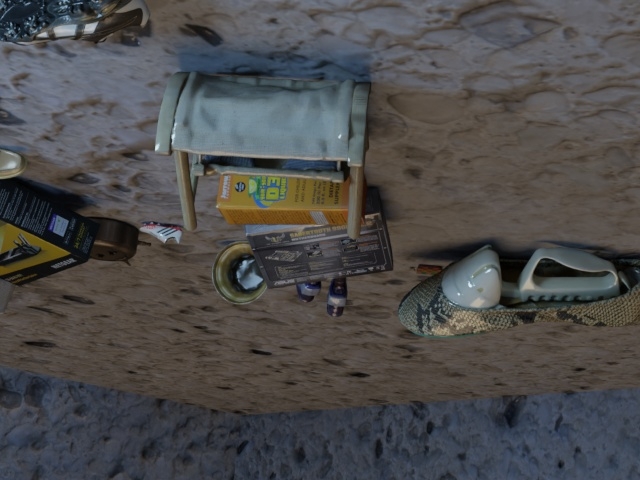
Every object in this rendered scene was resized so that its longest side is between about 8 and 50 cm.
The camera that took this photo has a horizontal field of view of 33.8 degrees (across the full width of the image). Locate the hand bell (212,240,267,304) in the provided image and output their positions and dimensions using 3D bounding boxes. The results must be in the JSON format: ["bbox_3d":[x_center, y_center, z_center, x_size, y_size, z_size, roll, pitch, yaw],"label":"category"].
[{"bbox_3d":[-0.118,0.076,2.189,0.126,0.126,0.242,-1,173,19],"label":"hand bell"}]

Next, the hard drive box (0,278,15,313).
[{"bbox_3d":[-0.749,0.067,2.080,0.181,0.089,0.232,34,-166,26],"label":"hard drive box"}]

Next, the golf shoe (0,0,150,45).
[{"bbox_3d":[-0.285,-0.249,1.198,0.198,0.077,0.094,-4,161,29],"label":"golf shoe"}]

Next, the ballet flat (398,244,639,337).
[{"bbox_3d":[0.388,0.080,1.993,0.483,0.164,0.182,-2,141,3],"label":"ballet flat"}]

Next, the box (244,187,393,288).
[{"bbox_3d":[0.000,0.000,1.806,0.231,0.056,0.183,-10,145,7],"label":"box"}]

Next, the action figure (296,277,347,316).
[{"bbox_3d":[0.021,0.032,1.986,0.185,0.099,0.285,13,147,-5],"label":"action figure"}]

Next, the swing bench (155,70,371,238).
[{"bbox_3d":[-0.064,-0.127,1.396,0.253,0.165,0.254,4,157,3],"label":"swing bench"}]

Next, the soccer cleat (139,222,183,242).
[{"bbox_3d":[-0.306,-0.013,2.022,0.083,0.035,0.029,5,163,-2],"label":"soccer cleat"}]

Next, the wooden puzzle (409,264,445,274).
[{"bbox_3d":[0.224,0.061,2.162,0.083,0.006,0.049,5,163,1],"label":"wooden puzzle"}]

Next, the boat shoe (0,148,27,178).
[{"bbox_3d":[-0.541,-0.129,1.692,0.135,0.050,0.045,3,168,5],"label":"boat shoe"}]

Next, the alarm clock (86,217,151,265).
[{"bbox_3d":[-0.437,-0.004,2.052,0.129,0.064,0.192,-10,154,40],"label":"alarm clock"}]

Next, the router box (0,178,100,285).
[{"bbox_3d":[-0.589,-0.018,1.947,0.243,0.081,0.309,29,152,-31],"label":"router box"}]

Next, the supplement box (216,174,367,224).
[{"bbox_3d":[-0.046,-0.072,1.698,0.233,0.078,0.080,0,162,14],"label":"supplement box"}]
